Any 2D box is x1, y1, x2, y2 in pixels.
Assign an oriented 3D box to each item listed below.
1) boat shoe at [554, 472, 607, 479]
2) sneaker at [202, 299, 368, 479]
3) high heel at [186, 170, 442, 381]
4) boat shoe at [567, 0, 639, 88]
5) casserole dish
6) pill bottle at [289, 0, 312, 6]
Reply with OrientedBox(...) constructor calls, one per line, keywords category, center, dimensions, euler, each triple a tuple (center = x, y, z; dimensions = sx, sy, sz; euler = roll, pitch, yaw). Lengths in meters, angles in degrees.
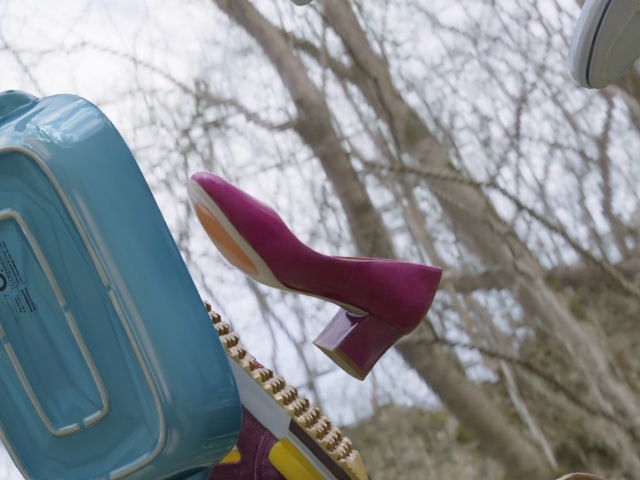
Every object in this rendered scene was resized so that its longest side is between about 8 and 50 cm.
OrientedBox(category="boat shoe", center=(0.062, 0.100, 0.349), dimensions=(0.050, 0.135, 0.045), euler=(13, -47, -9))
OrientedBox(category="sneaker", center=(-0.068, 0.079, 0.808), dimensions=(0.185, 0.069, 0.084), euler=(44, -86, 6))
OrientedBox(category="high heel", center=(0.000, 0.000, 1.323), dimensions=(0.244, 0.082, 0.117), euler=(45, -104, -27))
OrientedBox(category="boat shoe", center=(0.281, -0.209, 1.347), dimensions=(0.083, 0.076, 0.226), euler=(-1, -54, -50))
OrientedBox(category="casserole dish", center=(-0.107, 0.030, 0.686), dimensions=(0.114, 0.188, 0.037), euler=(-25, -1, 30))
OrientedBox(category="pill bottle", center=(-0.045, -0.214, 1.052), dimensions=(0.137, 0.078, 0.078), euler=(37, -68, -22))
